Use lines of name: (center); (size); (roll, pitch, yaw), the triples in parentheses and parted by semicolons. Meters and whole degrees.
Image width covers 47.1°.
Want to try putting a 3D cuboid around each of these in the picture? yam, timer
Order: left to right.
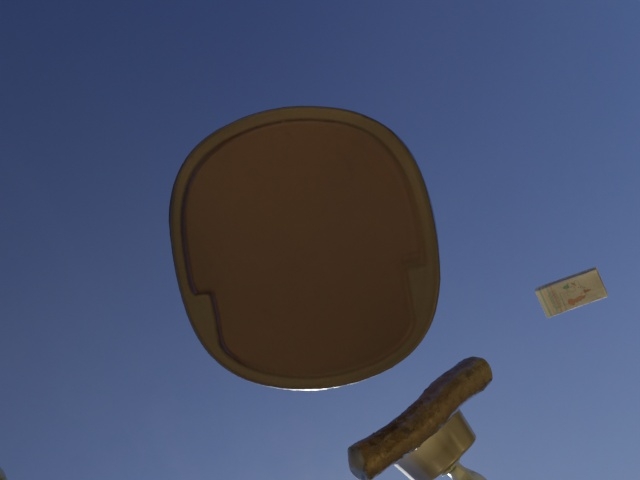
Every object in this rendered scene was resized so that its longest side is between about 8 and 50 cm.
yam: (0.180, 0.316, 1.321); (0.356, 0.081, 0.081); (-26, -72, -36)
timer: (0.296, 0.487, 1.465); (0.175, 0.175, 0.266); (-32, -107, -36)

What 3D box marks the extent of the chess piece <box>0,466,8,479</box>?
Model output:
chess piece: (-0.439, 0.374, 0.939); (0.133, 0.243, 0.133); (-7, -79, -37)

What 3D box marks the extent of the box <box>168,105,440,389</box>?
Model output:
box: (0.000, 0.000, 0.830); (0.216, 0.300, 0.301); (-28, -66, -77)

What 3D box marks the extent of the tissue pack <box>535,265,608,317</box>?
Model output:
tissue pack: (0.426, 0.088, 1.247); (0.056, 0.108, 0.023); (64, -159, -9)
